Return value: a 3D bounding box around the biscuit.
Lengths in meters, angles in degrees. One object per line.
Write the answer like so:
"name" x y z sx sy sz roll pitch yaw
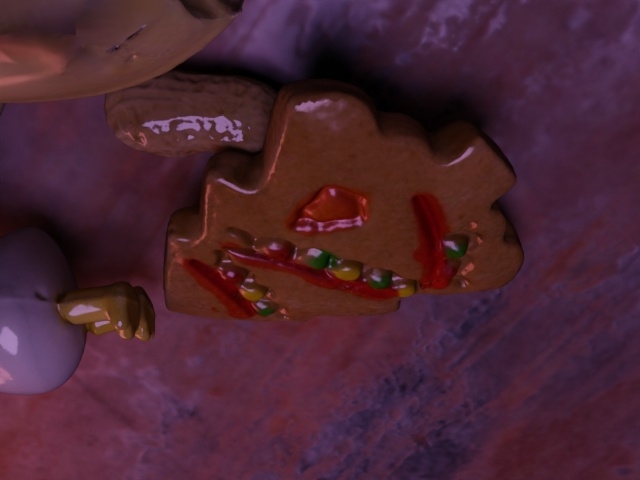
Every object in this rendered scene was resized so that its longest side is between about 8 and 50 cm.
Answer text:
"biscuit" 0.000 0.000 0.633 0.238 0.041 0.212 -25 142 29

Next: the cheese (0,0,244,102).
"cheese" -0.198 -0.178 0.452 0.316 0.128 0.259 -1 107 20

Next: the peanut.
"peanut" -0.062 -0.068 0.608 0.113 0.054 0.054 7 128 -4

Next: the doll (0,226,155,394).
"doll" -0.251 0.054 0.674 0.293 0.119 0.138 -2 165 5

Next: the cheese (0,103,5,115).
"cheese" -0.224 -0.046 0.581 0.127 0.050 0.235 3 93 -15
